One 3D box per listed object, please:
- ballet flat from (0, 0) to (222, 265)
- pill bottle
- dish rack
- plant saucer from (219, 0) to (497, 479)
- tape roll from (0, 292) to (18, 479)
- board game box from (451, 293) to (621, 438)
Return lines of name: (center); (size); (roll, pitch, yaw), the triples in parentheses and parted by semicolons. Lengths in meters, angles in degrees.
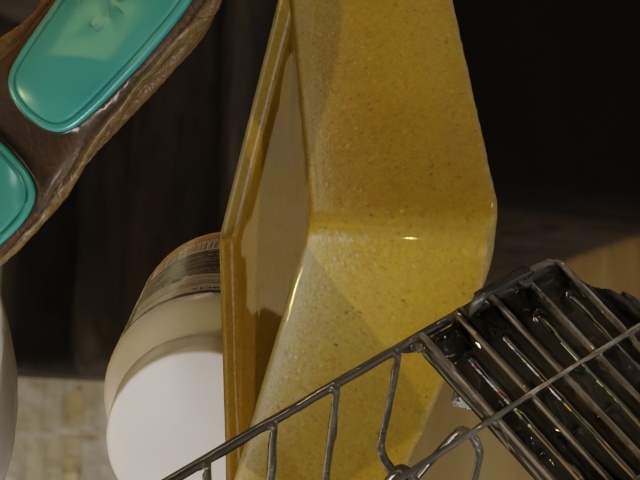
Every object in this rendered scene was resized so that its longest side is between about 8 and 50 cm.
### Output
ballet flat: (-0.187, -0.070, 0.994); (0.342, 0.116, 0.124); (-47, -5, 3)
pill bottle: (-0.076, 0.100, 1.197); (0.278, 0.162, 0.162); (-84, 4, -75)
dish rack: (0.031, 0.127, 0.409); (0.208, 0.271, 0.074); (49, 150, 22)
plant saucer: (0.000, 0.000, 0.936); (0.333, 0.081, 0.332); (-96, 16, -47)
tape roll: (-0.284, 0.064, 0.719); (0.100, 0.286, 0.286); (105, 164, -68)
board game box: (0.188, 0.110, 1.313); (0.259, 0.136, 0.030); (92, -169, -69)
